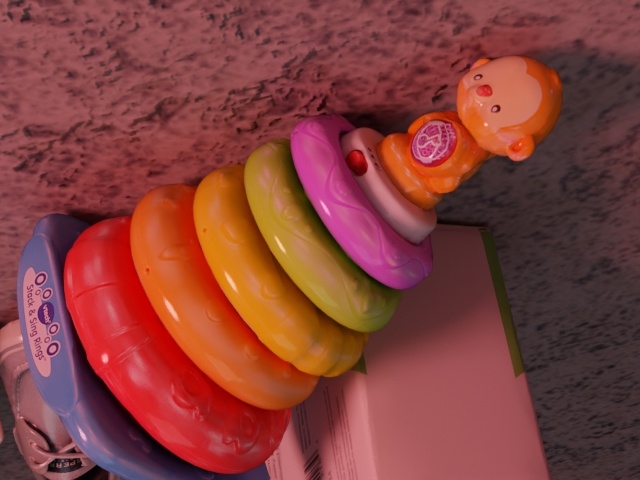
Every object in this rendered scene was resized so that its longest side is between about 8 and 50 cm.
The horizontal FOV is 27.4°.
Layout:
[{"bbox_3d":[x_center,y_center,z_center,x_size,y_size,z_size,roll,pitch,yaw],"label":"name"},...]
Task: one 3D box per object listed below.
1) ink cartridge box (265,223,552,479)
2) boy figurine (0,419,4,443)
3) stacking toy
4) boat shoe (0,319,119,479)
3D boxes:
[{"bbox_3d":[0.029,0.140,0.868,0.115,0.198,0.273,2,148,-20],"label":"ink cartridge box"},{"bbox_3d":[-0.306,0.142,0.897,0.177,0.092,0.285,-3,150,-10],"label":"boy figurine"},{"bbox_3d":[0.000,0.000,0.697,0.302,0.175,0.166,-35,140,20],"label":"stacking toy"},{"bbox_3d":[-0.172,0.128,0.913,0.079,0.081,0.227,-6,150,-4],"label":"boat shoe"}]
